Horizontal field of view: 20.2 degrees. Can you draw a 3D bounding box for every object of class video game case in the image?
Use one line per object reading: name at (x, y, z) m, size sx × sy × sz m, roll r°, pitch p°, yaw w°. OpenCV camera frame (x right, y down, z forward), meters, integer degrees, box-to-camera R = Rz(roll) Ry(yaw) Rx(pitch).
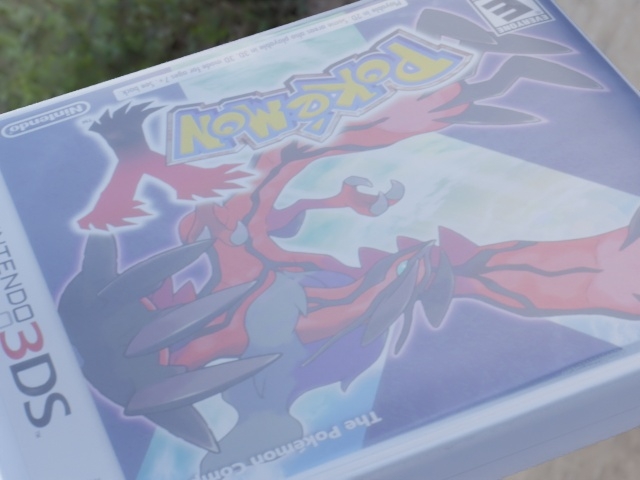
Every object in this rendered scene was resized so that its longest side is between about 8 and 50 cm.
video game case at (0.000, 0.000, 0.481) m, size 0.183 × 0.201 × 0.023 m, roll -121°, pitch 17°, yaw -47°
